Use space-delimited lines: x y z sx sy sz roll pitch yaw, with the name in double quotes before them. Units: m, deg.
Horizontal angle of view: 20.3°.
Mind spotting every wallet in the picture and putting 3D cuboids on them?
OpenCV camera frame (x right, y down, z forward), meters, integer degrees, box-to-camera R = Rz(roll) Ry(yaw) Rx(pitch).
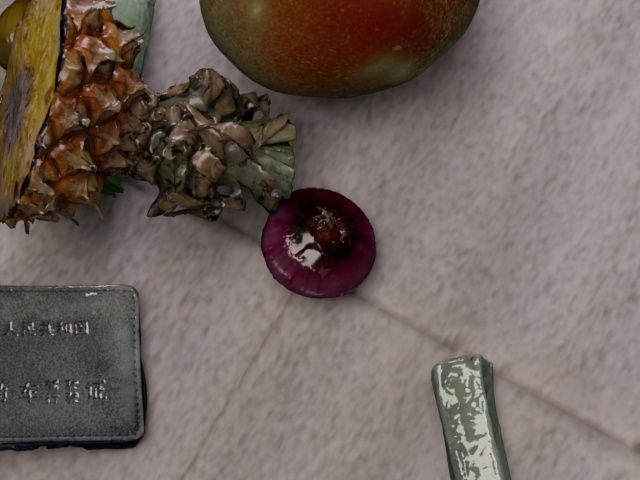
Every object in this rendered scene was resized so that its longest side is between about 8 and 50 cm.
"wallet" -0.279 0.121 1.749 0.222 0.036 0.167 2 75 -20

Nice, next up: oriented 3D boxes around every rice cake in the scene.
"rice cake" 0.162 0.274 1.670 0.063 0.066 0.336 -11 75 5

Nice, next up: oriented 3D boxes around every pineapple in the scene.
"pineapple" -0.150 -0.107 1.678 0.272 0.262 0.262 12 76 -21

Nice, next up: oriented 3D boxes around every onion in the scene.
"onion" 0.000 0.000 1.746 0.115 0.104 0.115 4 61 -7

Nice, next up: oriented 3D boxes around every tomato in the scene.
"tomato" 0.002 -0.273 1.725 0.303 0.303 0.239 50 119 16

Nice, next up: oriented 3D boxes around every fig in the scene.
"fig" -0.307 -0.215 1.865 0.074 0.074 0.088 -12 60 6

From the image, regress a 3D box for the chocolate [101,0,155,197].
"chocolate" -0.225 -0.196 1.835 0.110 0.110 0.291 8 75 11
